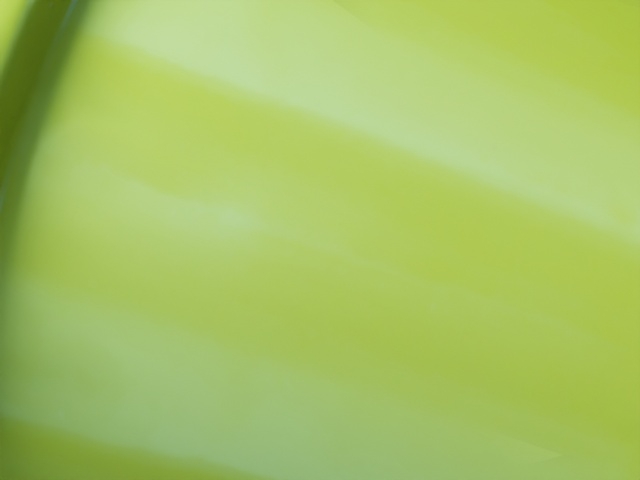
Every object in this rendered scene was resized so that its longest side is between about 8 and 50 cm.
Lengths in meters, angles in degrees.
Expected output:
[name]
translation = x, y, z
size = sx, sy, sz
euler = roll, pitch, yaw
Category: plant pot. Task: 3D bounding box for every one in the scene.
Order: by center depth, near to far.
[plant pot]
translation = 0.000, 0.000, 0.494
size = 0.239, 0.254, 0.254
euler = 18, 89, 16
